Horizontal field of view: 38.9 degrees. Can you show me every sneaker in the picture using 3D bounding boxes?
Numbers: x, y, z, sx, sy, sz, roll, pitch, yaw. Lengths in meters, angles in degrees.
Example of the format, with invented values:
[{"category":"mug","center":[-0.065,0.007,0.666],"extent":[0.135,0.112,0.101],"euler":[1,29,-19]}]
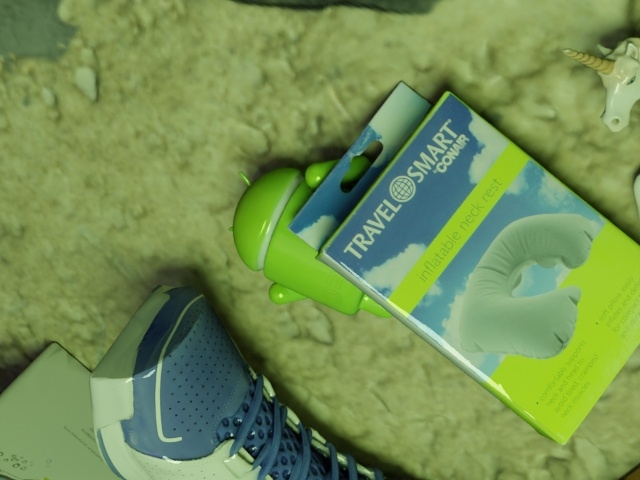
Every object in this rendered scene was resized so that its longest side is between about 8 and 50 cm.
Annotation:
[{"category":"sneaker","center":[-0.017,0.168,0.619],"extent":[0.182,0.127,0.315],"euler":[0,127,21]}]

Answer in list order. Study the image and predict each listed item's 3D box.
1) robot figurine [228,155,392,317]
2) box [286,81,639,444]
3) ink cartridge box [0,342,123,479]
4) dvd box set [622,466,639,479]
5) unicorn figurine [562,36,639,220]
[{"category":"robot figurine","center":[0.000,0.000,0.526],"extent":[0.115,0.067,0.101],"euler":[24,127,9]},{"category":"box","center":[0.084,0.008,0.472],"extent":[0.178,0.042,0.109],"euler":[38,84,-2]},{"category":"ink cartridge box","center":[-0.235,0.234,0.670],"extent":[0.168,0.233,0.171],"euler":[43,122,-6]},{"category":"dvd box set","center":[0.270,0.301,0.598],"extent":[0.307,0.062,0.420],"euler":[35,129,0]},{"category":"unicorn figurine","center":[0.188,-0.039,0.427],"extent":[0.162,0.060,0.111],"euler":[3,114,7]}]
